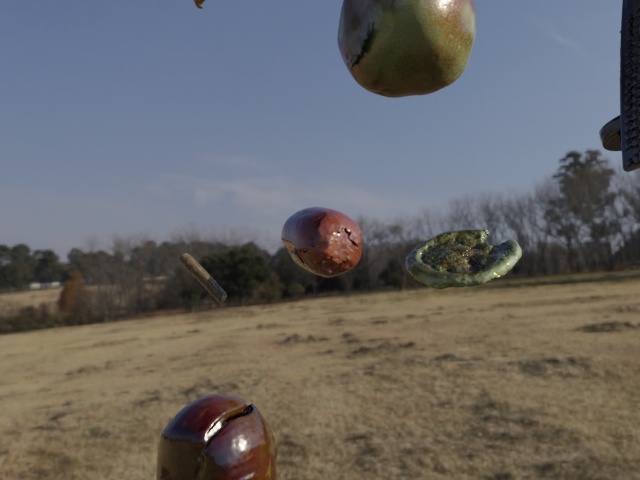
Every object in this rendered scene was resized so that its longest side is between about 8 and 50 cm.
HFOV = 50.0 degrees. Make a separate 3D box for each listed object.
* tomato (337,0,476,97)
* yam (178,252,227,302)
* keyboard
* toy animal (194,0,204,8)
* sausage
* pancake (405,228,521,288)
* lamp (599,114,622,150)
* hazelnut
[{"bbox_3d":[0.178,-0.442,1.464,0.304,0.238,0.303,6,-36,4],"label":"tomato"},{"bbox_3d":[-0.262,0.083,1.535,0.032,0.145,0.032,-39,-22,-19],"label":"yam"},{"bbox_3d":[0.377,-0.205,0.794,0.017,0.250,0.087,10,-13,-17],"label":"keyboard"},{"bbox_3d":[-0.285,-0.633,1.730,0.083,0.081,0.060,-19,-29,22],"label":"toy animal"},{"bbox_3d":[0.000,0.000,1.566,0.152,0.151,0.280,-4,9,-17],"label":"sausage"},{"bbox_3d":[0.298,0.034,1.463,0.254,0.037,0.253,-10,22,4],"label":"pancake"},{"bbox_3d":[0.504,-0.013,0.891,0.109,0.371,0.130,-27,-10,-17],"label":"lamp"},{"bbox_3d":[-0.179,0.388,1.200,0.218,0.233,0.218,-12,-4,-1],"label":"hazelnut"}]
